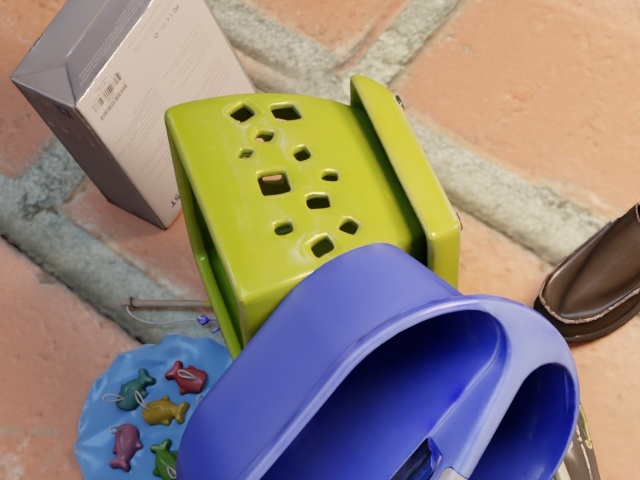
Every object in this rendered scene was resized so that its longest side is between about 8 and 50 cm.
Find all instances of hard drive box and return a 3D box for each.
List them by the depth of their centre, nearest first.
[{"bbox_3d":[-0.173,-0.149,1.464,0.089,0.232,0.181,24,71,29],"label":"hard drive box"}]

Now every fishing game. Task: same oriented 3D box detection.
[{"bbox_3d":[-0.147,0.168,1.390,0.189,0.041,0.264,4,64,22],"label":"fishing game"}]

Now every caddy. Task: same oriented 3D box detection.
[{"bbox_3d":[0.047,0.172,1.170,0.341,0.241,0.179,-51,34,8],"label":"caddy"}]

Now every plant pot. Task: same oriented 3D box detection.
[{"bbox_3d":[0.000,0.000,1.325,0.207,0.228,0.227,-18,55,-8],"label":"plant pot"}]

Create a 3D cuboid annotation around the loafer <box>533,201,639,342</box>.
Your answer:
[{"bbox_3d":[0.276,0.003,1.319,0.220,0.078,0.080,-37,57,-5],"label":"loafer"}]

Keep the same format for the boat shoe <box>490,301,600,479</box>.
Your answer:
[{"bbox_3d":[0.188,0.161,1.268,0.081,0.069,0.228,-31,50,35],"label":"boat shoe"}]
